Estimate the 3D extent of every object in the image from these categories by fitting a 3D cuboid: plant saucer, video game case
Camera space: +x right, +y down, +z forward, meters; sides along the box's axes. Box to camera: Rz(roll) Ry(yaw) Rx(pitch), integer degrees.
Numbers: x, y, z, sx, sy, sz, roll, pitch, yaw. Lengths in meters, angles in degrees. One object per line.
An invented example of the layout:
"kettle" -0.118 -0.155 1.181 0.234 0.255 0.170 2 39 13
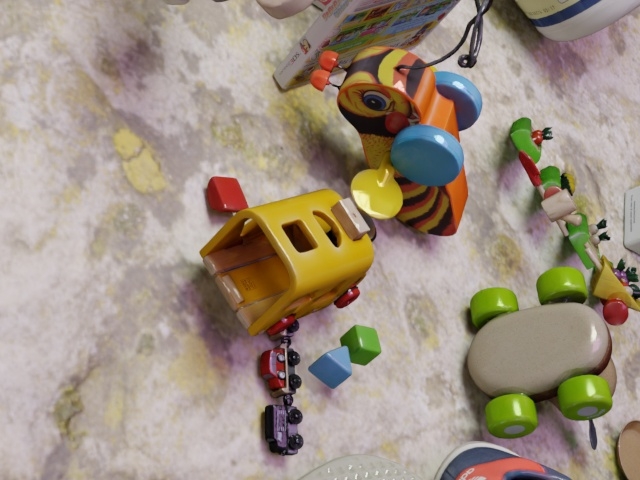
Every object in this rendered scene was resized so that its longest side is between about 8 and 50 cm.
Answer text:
"plant saucer" 0.369 0.252 1.295 0.083 0.015 0.084 15 65 -34
"video game case" 0.082 -0.243 1.120 0.227 0.206 0.026 -26 78 -42

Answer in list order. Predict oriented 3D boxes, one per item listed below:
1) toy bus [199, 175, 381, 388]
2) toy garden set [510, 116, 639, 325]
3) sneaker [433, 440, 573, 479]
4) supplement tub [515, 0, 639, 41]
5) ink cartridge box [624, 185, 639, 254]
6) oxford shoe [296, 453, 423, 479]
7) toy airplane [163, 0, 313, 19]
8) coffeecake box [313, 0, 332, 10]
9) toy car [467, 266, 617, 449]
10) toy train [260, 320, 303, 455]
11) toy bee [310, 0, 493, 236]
"toy bus" -0.004 0.007 0.995 0.191 0.104 0.202 28 41 -24
"toy garden set" 0.294 -0.026 1.251 0.244 0.049 0.204 59 17 -6
"sneaker" 0.267 0.309 1.029 0.350 0.148 0.131 26 87 -3
"supplement tub" 0.273 -0.428 1.326 0.325 0.235 0.235 47 50 -16
"ink cartridge box" 0.509 -0.032 1.388 0.153 0.208 0.087 26 58 -30
"oxford shoe" -0.023 0.346 0.874 0.169 0.130 0.449 22 41 8
"toy airplane" -0.105 -0.390 0.972 0.384 0.272 0.386 23 66 12
"coffeecake box" 0.016 -0.326 1.111 0.142 0.185 0.068 28 57 -29
"toy car" 0.254 0.146 1.189 0.188 0.148 0.155 46 33 -48
"toy train" -0.038 0.115 1.007 0.036 0.027 0.158 8 68 -26
"toy bee" 0.076 -0.133 1.087 0.162 0.298 0.195 15 35 13
